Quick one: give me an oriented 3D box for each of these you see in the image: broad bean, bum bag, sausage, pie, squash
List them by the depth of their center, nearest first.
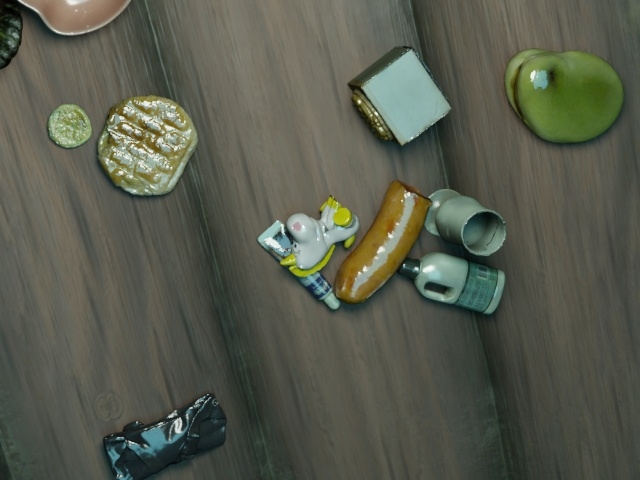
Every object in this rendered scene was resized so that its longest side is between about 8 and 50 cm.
[{"bbox_3d":[-0.609,-0.365,1.586,0.193,0.156,0.193,1,72,-2],"label":"squash"},{"bbox_3d":[-0.469,-0.214,1.718,0.084,0.021,0.084,-3,106,-10],"label":"pie"},{"bbox_3d":[-0.331,-0.183,1.739,0.195,0.046,0.195,-3,102,-12],"label":"pie"},{"bbox_3d":[0.122,0.011,1.840,0.109,0.109,0.270,33,93,-15],"label":"sausage"},{"bbox_3d":[0.494,-0.288,1.841,0.263,0.121,0.189,14,102,-15],"label":"broad bean"},{"bbox_3d":[-0.308,0.403,1.854,0.248,0.060,0.123,-22,104,-7],"label":"bum bag"}]

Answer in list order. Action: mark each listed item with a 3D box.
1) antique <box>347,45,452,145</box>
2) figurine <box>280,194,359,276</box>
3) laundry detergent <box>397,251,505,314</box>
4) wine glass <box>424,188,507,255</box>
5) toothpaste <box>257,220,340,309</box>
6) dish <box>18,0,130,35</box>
[{"bbox_3d":[0.144,-0.273,1.759,0.148,0.152,0.147,-36,105,0],"label":"antique"},{"bbox_3d":[-0.004,-0.005,1.803,0.178,0.109,0.130,-31,125,-17],"label":"figurine"},{"bbox_3d":[0.264,0.080,1.895,0.225,0.070,0.099,15,104,-14],"label":"laundry detergent"},{"bbox_3d":[0.279,-0.035,1.792,0.103,0.231,0.103,-3,102,-12],"label":"wine glass"},{"bbox_3d":[-0.037,0.056,1.851,0.062,0.037,0.216,-42,100,-4],"label":"toothpaste"},{"bbox_3d":[-0.439,-0.475,1.624,0.213,0.090,0.213,-6,116,-13],"label":"dish"}]
